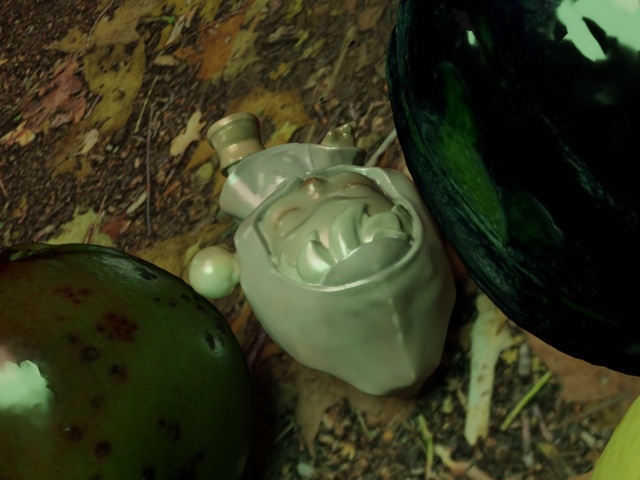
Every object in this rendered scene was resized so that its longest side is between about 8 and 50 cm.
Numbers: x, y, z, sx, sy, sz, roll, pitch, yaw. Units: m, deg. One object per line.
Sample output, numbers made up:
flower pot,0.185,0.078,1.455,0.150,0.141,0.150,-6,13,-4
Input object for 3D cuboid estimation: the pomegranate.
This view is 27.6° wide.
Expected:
pomegranate,-0.173,0.154,0.921,0.291,0.323,0.291,-26,14,7

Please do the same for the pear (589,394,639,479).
pear,0.245,0.146,0.459,0.309,0.309,0.309,-25,46,28

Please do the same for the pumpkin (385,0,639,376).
pumpkin,0.209,-0.096,0.638,0.363,0.363,0.266,-39,74,14

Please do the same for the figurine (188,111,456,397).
figurine,0.000,0.001,0.930,0.200,0.133,0.276,-22,35,-11
